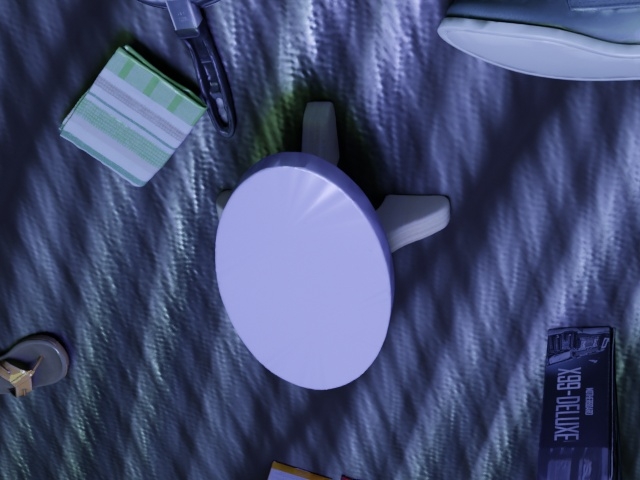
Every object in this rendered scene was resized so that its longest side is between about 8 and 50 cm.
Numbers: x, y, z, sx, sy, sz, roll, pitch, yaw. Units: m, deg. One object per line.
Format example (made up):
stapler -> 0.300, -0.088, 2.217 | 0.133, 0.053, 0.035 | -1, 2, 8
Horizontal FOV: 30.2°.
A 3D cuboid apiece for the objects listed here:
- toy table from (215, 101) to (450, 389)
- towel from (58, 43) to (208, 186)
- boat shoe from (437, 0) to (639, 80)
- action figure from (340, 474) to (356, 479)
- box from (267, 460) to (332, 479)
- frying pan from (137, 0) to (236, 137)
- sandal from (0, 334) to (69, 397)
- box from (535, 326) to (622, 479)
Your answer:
toy table -> 0.000, 0.000, 1.218 | 0.252, 0.161, 0.274 | 11, 127, 6
towel -> -0.198, -0.130, 1.250 | 0.113, 0.023, 0.152 | 35, 133, -14
boat shoe -> 0.268, -0.203, 1.070 | 0.319, 0.116, 0.099 | 7, 83, 17
action figure -> 0.078, 0.333, 1.515 | 0.115, 0.030, 0.038 | 15, 122, 1
box -> -0.039, 0.346, 1.484 | 0.081, 0.136, 0.028 | 17, 132, 2
frying pan -> -0.161, -0.254, 1.153 | 0.197, 0.053, 0.326 | 15, 124, 4
sandal -> -0.393, 0.171, 1.502 | 0.180, 0.049, 0.072 | -17, 119, 24
box -> 0.290, 0.287, 1.298 | 0.077, 0.242, 0.307 | -2, 123, 15
